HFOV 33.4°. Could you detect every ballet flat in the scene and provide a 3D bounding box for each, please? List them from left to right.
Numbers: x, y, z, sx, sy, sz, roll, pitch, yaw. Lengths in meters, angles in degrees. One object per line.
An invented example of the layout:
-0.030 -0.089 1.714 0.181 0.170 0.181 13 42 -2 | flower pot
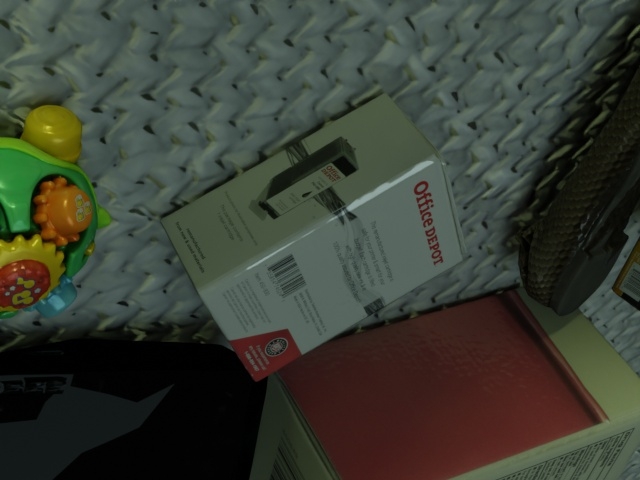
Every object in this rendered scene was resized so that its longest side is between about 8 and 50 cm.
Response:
0.182 -0.063 0.636 0.084 0.058 0.250 -15 138 -43 | ballet flat

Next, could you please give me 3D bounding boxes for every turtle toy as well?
-0.147 0.001 0.439 0.130 0.066 0.095 -8 137 -31 | turtle toy

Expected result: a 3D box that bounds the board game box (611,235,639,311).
0.267 -0.044 0.681 0.141 0.048 0.170 -32 150 -40 | board game box

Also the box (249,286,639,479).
0.081 0.140 0.718 0.232 0.127 0.149 -13 138 -27 | box

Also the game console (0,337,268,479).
-0.154 0.226 0.594 0.213 0.044 0.362 2 106 -34 | game console

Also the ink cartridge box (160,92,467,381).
0.000 0.000 0.558 0.135 0.056 0.099 -30 144 -5 | ink cartridge box
